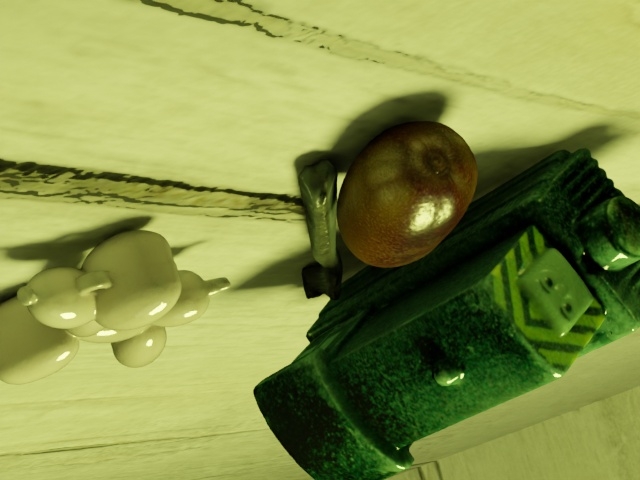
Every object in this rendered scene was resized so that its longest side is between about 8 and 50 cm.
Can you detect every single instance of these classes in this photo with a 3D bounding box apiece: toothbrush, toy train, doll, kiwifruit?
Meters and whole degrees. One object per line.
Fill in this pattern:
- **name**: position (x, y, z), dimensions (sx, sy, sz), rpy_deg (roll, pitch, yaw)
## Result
- **toothbrush**: position (0.000, 0.000, 0.947), dimensions (0.031, 0.030, 0.297), rpy_deg (-8, 166, -1)
- **toy train**: position (0.097, 0.072, 1.020), dimensions (0.330, 0.138, 0.178), rpy_deg (-34, -173, 47)
- **doll**: position (-0.135, 0.042, 0.880), dimensions (0.161, 0.059, 0.160), rpy_deg (-3, 160, -43)
- **kiwifruit**: position (0.049, -0.026, 0.818), dimensions (0.075, 0.075, 0.124), rpy_deg (-14, 163, -13)
